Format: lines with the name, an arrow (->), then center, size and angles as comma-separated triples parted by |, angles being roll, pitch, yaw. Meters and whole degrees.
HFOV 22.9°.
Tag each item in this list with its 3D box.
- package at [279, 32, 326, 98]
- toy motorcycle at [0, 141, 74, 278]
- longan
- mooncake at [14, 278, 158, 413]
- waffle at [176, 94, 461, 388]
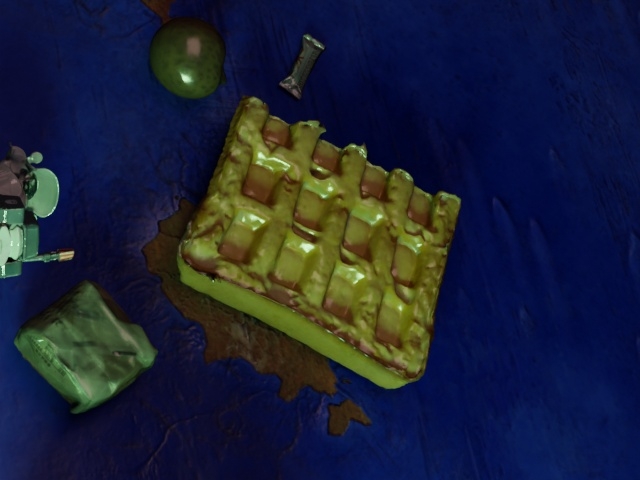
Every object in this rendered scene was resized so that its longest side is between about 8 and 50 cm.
package -> -0.024, -0.239, 2.158 | 0.037, 0.015, 0.110 | 32, 50, -10
toy motorcycle -> -0.357, -0.037, 1.755 | 0.150, 0.102, 0.221 | 1, 25, -22
longan -> -0.165, -0.232, 2.022 | 0.113, 0.092, 0.113 | 21, 53, -31
mooncake -> -0.263, 0.119, 1.772 | 0.130, 0.073, 0.125 | 52, 48, 3
waffle -> 0.001, 0.000, 1.996 | 0.348, 0.077, 0.304 | 28, 53, -14
